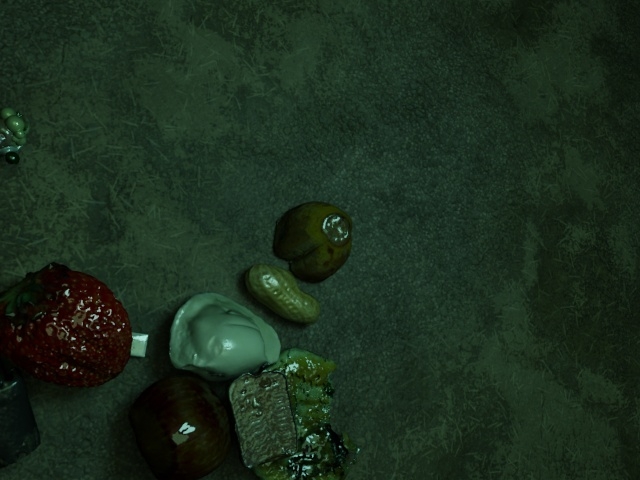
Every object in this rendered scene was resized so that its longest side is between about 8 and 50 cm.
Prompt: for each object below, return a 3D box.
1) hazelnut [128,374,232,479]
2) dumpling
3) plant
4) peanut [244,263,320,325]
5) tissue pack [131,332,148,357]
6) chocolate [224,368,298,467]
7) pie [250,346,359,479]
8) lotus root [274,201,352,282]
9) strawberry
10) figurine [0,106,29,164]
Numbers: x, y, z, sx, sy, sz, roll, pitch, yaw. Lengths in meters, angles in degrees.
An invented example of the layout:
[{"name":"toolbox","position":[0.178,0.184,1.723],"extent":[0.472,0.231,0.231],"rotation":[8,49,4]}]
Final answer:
[{"name":"hazelnut","position":[-0.305,0.418,1.434],"extent":[0.218,0.218,0.234],"rotation":[-23,92,-25]},{"name":"dumpling","position":[-0.234,0.229,1.550],"extent":[0.175,0.243,0.227],"rotation":[-27,60,13]},{"name":"plant","position":[-0.683,0.339,1.328],"extent":[0.164,0.142,0.256],"rotation":[-32,98,-23]},{"name":"peanut","position":[-0.092,0.135,1.638],"extent":[0.226,0.095,0.108],"rotation":[39,72,-14]},{"name":"tissue pack","position":[-0.461,0.239,1.502],"extent":[0.108,0.023,0.056],"rotation":[11,77,-22]},{"name":"chocolate","position":[-0.140,0.406,1.496],"extent":[0.148,0.093,0.214],"rotation":[-9,86,-22]},{"name":"pie","position":[-0.062,0.457,1.609],"extent":[0.296,0.078,0.372],"rotation":[-12,85,-22]},{"name":"lotus root","position":[-0.001,0.000,1.658],"extent":[0.188,0.180,0.199],"rotation":[13,76,-25]},{"name":"strawberry","position":[-0.539,0.195,1.364],"extent":[0.238,0.250,0.288],"rotation":[-43,116,-24]},{"name":"figurine","position":[-0.731,-0.212,1.423],"extent":[0.147,0.093,0.197],"rotation":[41,69,-1]}]
